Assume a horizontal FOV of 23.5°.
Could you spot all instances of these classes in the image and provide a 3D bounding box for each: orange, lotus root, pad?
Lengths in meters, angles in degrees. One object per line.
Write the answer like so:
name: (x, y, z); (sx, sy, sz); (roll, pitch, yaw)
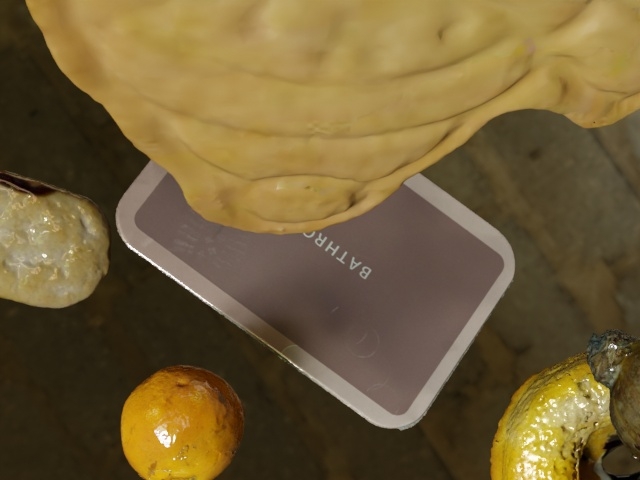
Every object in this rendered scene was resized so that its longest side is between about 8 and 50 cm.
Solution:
orange: (-0.090, 0.121, 1.001); (0.083, 0.083, 0.083); (53, -170, -13)
lotus root: (0.296, 0.131, 1.189); (0.209, 0.120, 0.120); (36, -178, 23)
pad: (0.000, 0.000, 1.109); (0.266, 0.176, 0.002); (36, 163, 0)

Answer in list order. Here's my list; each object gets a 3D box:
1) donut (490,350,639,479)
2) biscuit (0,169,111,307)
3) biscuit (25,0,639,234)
donut: (0.286, 0.215, 1.449); (0.253, 0.253, 0.118); (56, -169, 9)
biscuit: (-0.190, -0.006, 0.870); (0.147, 0.071, 0.018); (15, -177, -15)
biscuit: (0.036, -0.134, 0.568); (0.351, 0.312, 0.057); (88, 172, -48)
